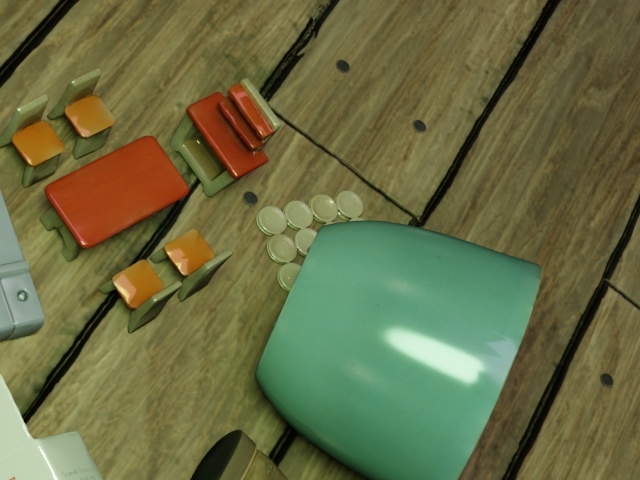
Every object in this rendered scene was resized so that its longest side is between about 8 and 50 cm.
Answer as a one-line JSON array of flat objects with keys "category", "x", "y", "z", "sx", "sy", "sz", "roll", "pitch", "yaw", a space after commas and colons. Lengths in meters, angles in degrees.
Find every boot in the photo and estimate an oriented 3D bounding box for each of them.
[{"category": "boot", "x": -0.113, "y": 0.340, "z": 1.533, "sx": 0.115, "sy": 0.112, "sz": 0.305, "roll": 44, "pitch": 52, "yaw": -15}]

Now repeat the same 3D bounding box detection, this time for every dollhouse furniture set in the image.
[{"category": "dollhouse furniture set", "x": -0.181, "y": -0.076, "z": 1.675, "sx": 0.259, "sy": 0.135, "sz": 0.262, "roll": -32, "pitch": 84, "yaw": -35}]

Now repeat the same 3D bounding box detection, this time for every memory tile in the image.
[{"category": "memory tile", "x": 0.000, "y": 0.000, "z": 1.808, "sx": 0.148, "sy": 0.012, "sz": 0.113, "roll": -12, "pitch": 73, "yaw": -31}]

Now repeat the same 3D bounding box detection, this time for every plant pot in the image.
[{"category": "plant pot", "x": 0.069, "y": 0.113, "z": 1.635, "sx": 0.235, "sy": 0.293, "sz": 0.293, "roll": 23, "pitch": 57, "yaw": 2}]

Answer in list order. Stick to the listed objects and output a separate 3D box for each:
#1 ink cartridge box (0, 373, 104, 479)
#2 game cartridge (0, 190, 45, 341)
[{"category": "ink cartridge box", "x": -0.274, "y": 0.313, "z": 1.388, "sx": 0.207, "sy": 0.119, "sz": 0.353, "roll": -30, "pitch": 81, "yaw": 8}, {"category": "game cartridge", "x": -0.447, "y": -0.047, "z": 1.572, "sx": 0.230, "sy": 0.068, "sz": 0.355, "roll": -12, "pitch": 72, "yaw": -36}]
